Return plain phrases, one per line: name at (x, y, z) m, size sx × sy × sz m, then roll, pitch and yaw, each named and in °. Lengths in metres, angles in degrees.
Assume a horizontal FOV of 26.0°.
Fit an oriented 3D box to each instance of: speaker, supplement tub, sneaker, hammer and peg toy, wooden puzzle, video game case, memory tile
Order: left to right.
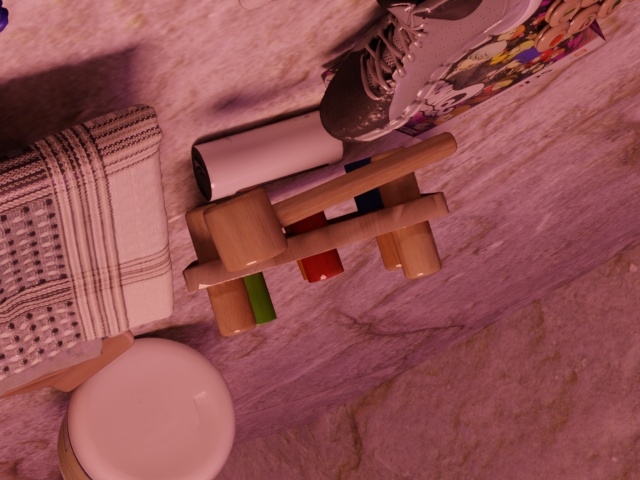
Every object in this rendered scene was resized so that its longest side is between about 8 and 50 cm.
wooden puzzle at (-0.387, 0.161, 1.766) m, size 0.239 × 0.044 × 0.221 m, roll -5°, pitch 160°, yaw -39°
supplement tub at (-0.264, 0.291, 2.045) m, size 0.235 × 0.235 × 0.325 m, roll -17°, pitch 166°, yaw -20°
speaker at (-0.051, -0.080, 1.295) m, size 0.136 × 0.055 × 0.055 m, roll -18°, pitch 166°, yaw -19°
hammer and peg toy at (0.000, 0.000, 1.330) m, size 0.266 × 0.127 × 0.361 m, roll -17°, pitch -178°, yaw -4°
sneaker at (0.059, -0.167, 1.092) m, size 0.229 × 0.086 × 0.132 m, roll -40°, pitch 156°, yaw 25°
video game case at (0.137, -0.168, 1.272) m, size 0.210 × 0.042 × 0.232 m, roll -28°, pitch 166°, yaw 19°
memory tile at (0.249, -0.221, 1.192) m, size 0.148 × 0.012 × 0.113 m, roll -31°, pitch 159°, yaw -23°

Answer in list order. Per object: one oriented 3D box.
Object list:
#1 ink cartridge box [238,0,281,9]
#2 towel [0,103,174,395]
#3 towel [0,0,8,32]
ink cartridge box at (0.116, -0.220, 0.798) m, size 0.261 × 0.066 × 0.296 m, roll -19°, pitch -175°, yaw -29°
towel at (-0.263, 0.049, 1.091) m, size 0.312 × 0.056 × 0.324 m, roll -24°, pitch 155°, yaw -19°
towel at (-0.325, -0.082, 0.791) m, size 0.228 × 0.076 × 0.308 m, roll -11°, pitch 163°, yaw -43°
